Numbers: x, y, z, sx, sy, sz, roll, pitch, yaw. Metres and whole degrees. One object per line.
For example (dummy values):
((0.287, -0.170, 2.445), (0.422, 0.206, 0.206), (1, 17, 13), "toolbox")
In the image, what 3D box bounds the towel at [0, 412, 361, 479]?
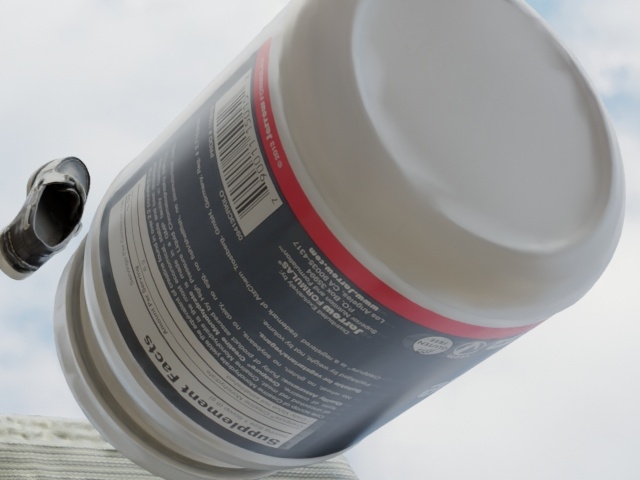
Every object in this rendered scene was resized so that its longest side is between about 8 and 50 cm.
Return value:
((-0.081, 0.216, 1.122), (0.312, 0.324, 0.056), (51, -53, 55), "towel")

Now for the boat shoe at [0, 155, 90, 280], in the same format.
((-0.170, -0.021, 1.077), (0.038, 0.125, 0.046), (-32, -75, 29), "boat shoe")

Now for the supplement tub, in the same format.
((0.000, 0.000, 0.844), (0.272, 0.191, 0.191), (-39, -114, 45), "supplement tub")
